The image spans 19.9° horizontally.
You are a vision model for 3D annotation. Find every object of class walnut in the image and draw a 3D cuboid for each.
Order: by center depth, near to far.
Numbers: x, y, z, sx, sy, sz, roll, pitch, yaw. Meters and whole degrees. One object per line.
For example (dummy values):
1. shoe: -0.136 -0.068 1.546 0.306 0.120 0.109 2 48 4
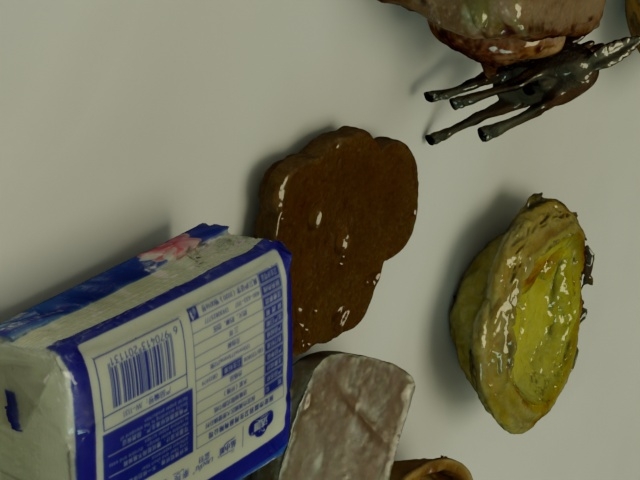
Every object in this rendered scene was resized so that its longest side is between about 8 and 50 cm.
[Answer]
1. walnut: 0.079 0.293 1.916 0.211 0.087 0.167 31 84 -56

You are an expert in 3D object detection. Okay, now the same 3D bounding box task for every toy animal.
1. toy animal: 0.226 -0.172 1.848 0.260 0.243 0.087 -28 114 -17

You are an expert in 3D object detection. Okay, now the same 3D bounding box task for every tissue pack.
1. tissue pack: -0.147 0.119 1.446 0.270 0.137 0.209 -28 129 -45

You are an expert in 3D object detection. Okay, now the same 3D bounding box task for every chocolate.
1. chocolate: -0.014 0.226 1.750 0.157 0.080 0.254 16 89 -45

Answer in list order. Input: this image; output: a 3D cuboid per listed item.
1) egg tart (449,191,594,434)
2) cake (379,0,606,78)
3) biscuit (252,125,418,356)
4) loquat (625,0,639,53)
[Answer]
1. egg tart: 0.224 0.080 2.046 0.279 0.095 0.279 -32 128 -54
2. cake: 0.157 -0.288 1.684 0.199 0.196 0.293 -16 122 -52
3. biscuit: 0.000 0.000 1.702 0.290 0.041 0.208 -31 128 -46
4. loquat: 0.470 -0.285 2.130 0.235 0.235 0.235 -31 128 -48
